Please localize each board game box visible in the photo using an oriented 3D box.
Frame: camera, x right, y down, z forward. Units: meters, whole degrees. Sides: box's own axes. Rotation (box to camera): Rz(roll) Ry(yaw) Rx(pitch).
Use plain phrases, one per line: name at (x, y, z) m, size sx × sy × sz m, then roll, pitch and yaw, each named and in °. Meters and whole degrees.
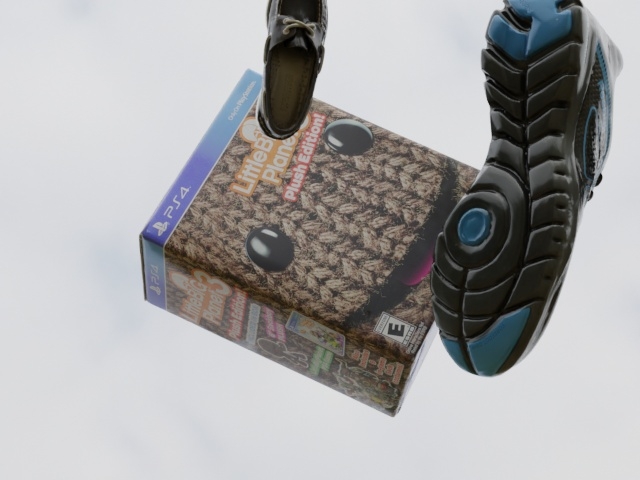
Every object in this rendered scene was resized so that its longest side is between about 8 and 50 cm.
board game box at (0.000, 0.000, 1.356) m, size 0.291 × 0.232 × 0.141 m, roll 24°, pitch -29°, yaw 8°

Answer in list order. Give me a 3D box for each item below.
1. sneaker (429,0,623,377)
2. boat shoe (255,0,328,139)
sneaker at (0.196, -0.043, 1.154) m, size 0.125 × 0.340 × 0.140 m, roll 10°, pitch -8°, yaw 41°
boat shoe at (-0.019, -0.131, 0.921) m, size 0.046 × 0.038 × 0.125 m, roll 13°, pitch -88°, yaw -11°
